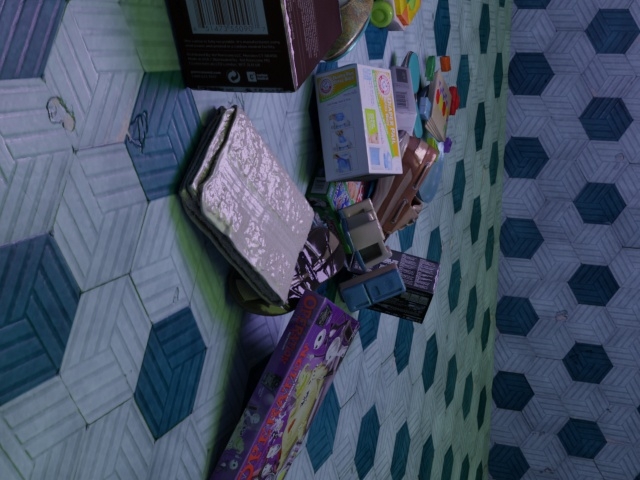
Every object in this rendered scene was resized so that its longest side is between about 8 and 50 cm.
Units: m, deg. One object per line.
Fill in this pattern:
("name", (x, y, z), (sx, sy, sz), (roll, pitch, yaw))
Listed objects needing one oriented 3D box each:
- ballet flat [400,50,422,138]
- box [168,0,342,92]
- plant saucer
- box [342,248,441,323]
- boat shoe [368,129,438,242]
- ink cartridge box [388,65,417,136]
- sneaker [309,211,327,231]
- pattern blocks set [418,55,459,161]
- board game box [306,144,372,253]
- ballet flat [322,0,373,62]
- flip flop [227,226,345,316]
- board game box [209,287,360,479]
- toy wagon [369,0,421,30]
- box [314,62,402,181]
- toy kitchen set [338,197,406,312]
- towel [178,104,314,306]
("ballet flat", (0.197, -0.338, 2.181), (0.072, 0.068, 0.213), (-22, 111, -54))
("box", (-0.085, -0.322, 1.270), (0.203, 0.168, 0.167), (-59, 148, -49))
("plant saucer", (0.276, -0.257, 2.444), (0.317, 0.043, 0.318), (5, 90, -69))
("box", (0.146, 0.089, 1.926), (0.147, 0.180, 0.078), (96, 10, -60))
("boat shoe", (0.156, -0.070, 1.946), (0.123, 0.116, 0.324), (-76, -176, -60))
("ink cartridge box", (0.164, -0.245, 2.082), (0.189, 0.066, 0.232), (-91, -168, -48))
("sneaker", (0.000, 0.000, 1.739), (0.166, 0.065, 0.076), (63, 30, -62))
("pattern blocks set", (0.306, -0.344, 2.405), (0.325, 0.026, 0.285), (55, 44, -60))
("board game box", (0.058, -0.162, 1.874), (0.213, 0.046, 0.317), (63, 38, -54))
("ballet flat", (0.043, -0.456, 1.694), (0.348, 0.123, 0.123), (-64, 151, -43))
("flip flop", (-0.060, 0.053, 1.543), (0.277, 0.080, 0.112), (-32, 98, -52))
("board game box", (-0.053, 0.264, 1.535), (0.347, 0.056, 0.208), (-63, 152, -6))
("toy wagon", (0.157, -0.632, 1.993), (0.267, 0.068, 0.344), (-62, 150, -47))
("box", (0.071, -0.216, 1.720), (0.114, 0.103, 0.203), (-5, 87, -52))
("toy kitchen set", (0.078, 0.047, 1.736), (0.166, 0.122, 0.207), (-100, 167, -70))
("towel", (-0.100, -0.051, 1.389), (0.282, 0.049, 0.187), (52, 46, -43))
